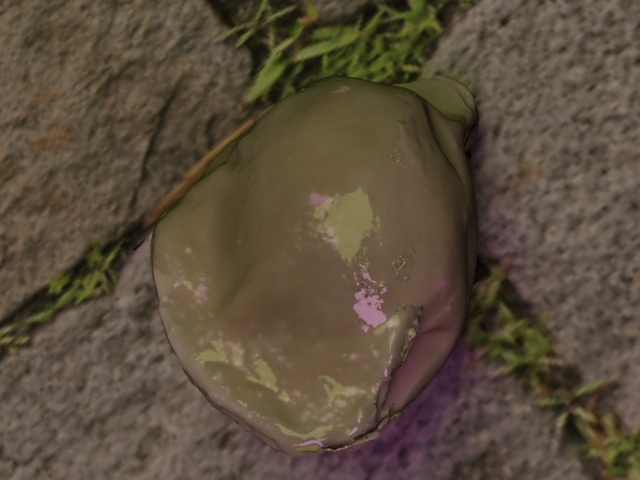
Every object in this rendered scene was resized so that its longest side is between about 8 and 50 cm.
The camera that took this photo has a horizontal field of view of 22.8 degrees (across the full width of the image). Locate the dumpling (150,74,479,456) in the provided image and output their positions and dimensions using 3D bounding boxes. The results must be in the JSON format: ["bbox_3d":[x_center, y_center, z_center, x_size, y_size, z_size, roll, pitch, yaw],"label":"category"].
[{"bbox_3d":[0.000,0.000,0.648,0.136,0.118,0.199,4,46,25],"label":"dumpling"}]
